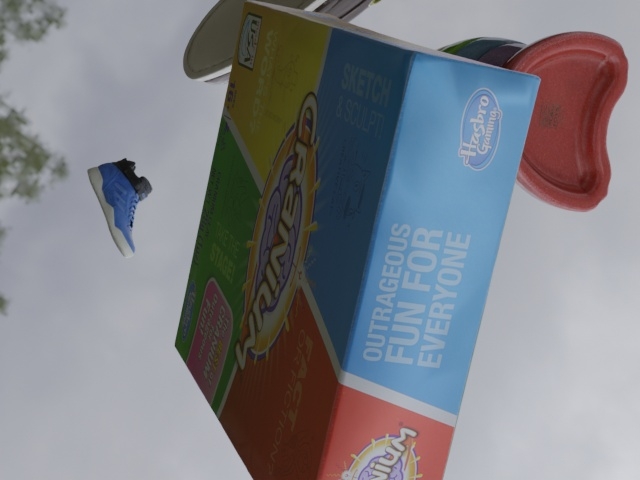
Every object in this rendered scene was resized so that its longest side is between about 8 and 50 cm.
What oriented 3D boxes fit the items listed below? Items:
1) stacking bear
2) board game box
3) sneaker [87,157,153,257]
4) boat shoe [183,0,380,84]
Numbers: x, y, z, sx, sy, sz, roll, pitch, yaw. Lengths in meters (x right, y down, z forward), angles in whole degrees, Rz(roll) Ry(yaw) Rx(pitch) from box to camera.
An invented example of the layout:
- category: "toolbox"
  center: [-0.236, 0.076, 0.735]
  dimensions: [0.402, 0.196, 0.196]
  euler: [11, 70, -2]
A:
- category: "stacking bear"
  center: [0.154, -0.136, 1.394]
  dimensions: [0.289, 0.164, 0.175]
  euler: [12, -86, 56]
- category: "board game box"
  center: [0.000, 0.000, 0.736]
  dimensions: [0.316, 0.064, 0.242]
  euler: [-141, -118, -69]
- category: "sneaker"
  center: [-0.287, -0.053, 1.998]
  dimensions: [0.085, 0.058, 0.152]
  euler: [-21, -108, -11]
- category: "boat shoe"
  center: [-0.025, -0.280, 1.595]
  dimensions: [0.324, 0.097, 0.116]
  euler: [-34, -127, 24]
